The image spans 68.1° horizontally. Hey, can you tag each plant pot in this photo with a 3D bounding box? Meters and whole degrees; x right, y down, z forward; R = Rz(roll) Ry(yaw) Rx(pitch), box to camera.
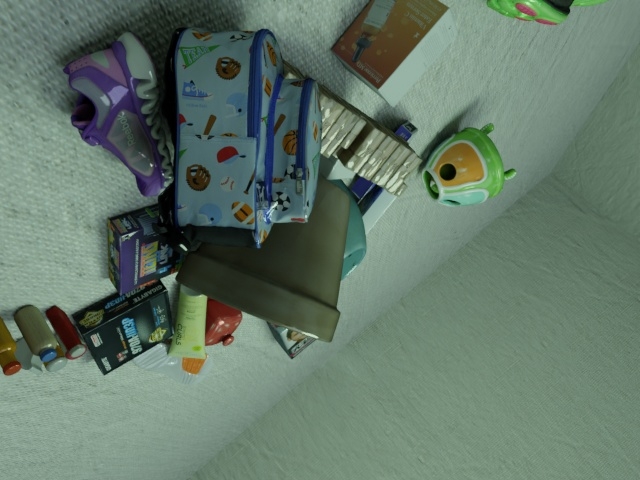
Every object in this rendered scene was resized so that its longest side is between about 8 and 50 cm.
[{"bbox_3d":[-0.079,0.012,0.937,0.280,0.323,0.323,-68,161,-9],"label":"plant pot"},{"bbox_3d":[0.000,0.000,1.177,0.290,0.195,0.290,-36,158,-17],"label":"plant pot"}]

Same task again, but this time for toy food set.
[{"bbox_3d":[-0.480,0.195,0.831,0.111,0.104,0.232,-34,157,-20],"label":"toy food set"}]

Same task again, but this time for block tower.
[{"bbox_3d":[0.040,-0.194,0.844,0.336,0.091,0.097,24,116,-36],"label":"block tower"}]

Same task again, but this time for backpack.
[{"bbox_3d":[-0.101,-0.138,0.621,0.213,0.263,0.276,-6,-164,-3],"label":"backpack"}]

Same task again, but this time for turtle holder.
[{"bbox_3d":[0.443,-0.227,1.532,0.228,0.243,0.320,-26,-163,-4],"label":"turtle holder"}]

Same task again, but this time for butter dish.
[{"bbox_3d":[-0.268,0.223,1.234,0.160,0.118,0.160,-50,157,17],"label":"butter dish"}]

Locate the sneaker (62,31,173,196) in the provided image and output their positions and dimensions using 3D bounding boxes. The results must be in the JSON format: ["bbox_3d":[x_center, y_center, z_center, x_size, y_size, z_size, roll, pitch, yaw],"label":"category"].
[{"bbox_3d":[-0.259,-0.145,0.612,0.105,0.095,0.236,-25,148,-24],"label":"sneaker"}]

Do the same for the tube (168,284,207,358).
[{"bbox_3d":[-0.310,0.201,1.132,0.062,0.070,0.240,-31,146,-48],"label":"tube"}]

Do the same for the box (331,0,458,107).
[{"bbox_3d":[0.130,-0.350,0.834,0.170,0.130,0.091,-48,159,13],"label":"box"}]

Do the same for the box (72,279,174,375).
[{"bbox_3d":[-0.408,0.183,1.008,0.175,0.051,0.220,-30,156,-30],"label":"box"}]

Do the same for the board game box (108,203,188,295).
[{"bbox_3d":[-0.308,0.011,0.863,0.141,0.048,0.170,-27,153,-38],"label":"board game box"}]

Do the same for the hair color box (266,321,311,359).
[{"bbox_3d":[-0.081,0.288,1.688,0.185,0.113,0.374,-37,157,-14],"label":"hair color box"}]

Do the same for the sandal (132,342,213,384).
[{"bbox_3d":[-0.391,0.302,1.249,0.102,0.076,0.265,-51,138,-4],"label":"sandal"}]

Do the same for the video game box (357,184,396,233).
[{"bbox_3d":[0.145,-0.098,1.334,0.205,0.048,0.187,-53,-174,24],"label":"video game box"}]

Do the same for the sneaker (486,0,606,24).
[{"bbox_3d":[0.532,-0.611,1.043,0.483,0.185,0.202,-33,139,-31],"label":"sneaker"}]

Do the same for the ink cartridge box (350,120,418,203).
[{"bbox_3d":[0.161,-0.202,1.198,0.206,0.045,0.208,-52,178,23],"label":"ink cartridge box"}]

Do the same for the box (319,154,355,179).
[{"bbox_3d":[0.029,-0.190,0.996,0.101,0.102,0.087,-14,141,-52],"label":"box"}]
